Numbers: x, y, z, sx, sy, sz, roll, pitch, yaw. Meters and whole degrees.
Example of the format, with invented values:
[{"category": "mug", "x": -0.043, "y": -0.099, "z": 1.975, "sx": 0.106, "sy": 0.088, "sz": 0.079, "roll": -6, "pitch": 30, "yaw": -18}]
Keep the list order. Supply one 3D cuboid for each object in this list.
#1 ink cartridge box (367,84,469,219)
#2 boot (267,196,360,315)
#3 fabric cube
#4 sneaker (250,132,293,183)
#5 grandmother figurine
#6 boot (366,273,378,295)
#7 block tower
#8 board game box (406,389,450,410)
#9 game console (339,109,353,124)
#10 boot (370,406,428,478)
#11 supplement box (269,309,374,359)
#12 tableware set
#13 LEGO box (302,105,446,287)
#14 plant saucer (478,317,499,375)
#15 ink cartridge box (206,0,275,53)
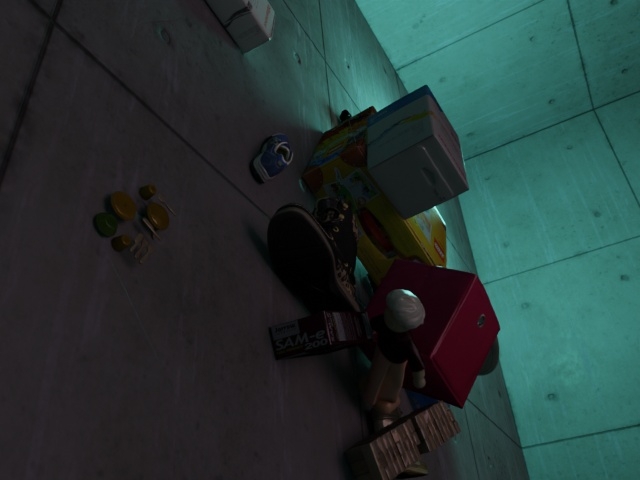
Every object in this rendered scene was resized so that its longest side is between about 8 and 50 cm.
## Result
[{"category": "ink cartridge box", "x": 0.256, "y": -0.238, "z": 1.575, "sx": 0.198, "sy": 0.197, "sz": 0.270, "roll": 49, "pitch": 28, "yaw": -30}, {"category": "boot", "x": 0.000, "y": 0.000, "z": 1.386, "sx": 0.377, "sy": 0.138, "sz": 0.284, "roll": 58, "pitch": 25, "yaw": -36}, {"category": "fabric cube", "x": 0.283, "y": 0.239, "z": 1.547, "sx": 0.258, "sy": 0.259, "sz": 0.254, "roll": -55, "pitch": 132, "yaw": -26}, {"category": "sneaker", "x": -0.099, "y": -0.206, "z": 1.413, "sx": 0.080, "sy": 0.081, "sz": 0.211, "roll": 57, "pitch": 24, "yaw": -25}, {"category": "grandmother figurine", "x": 0.165, "y": 0.252, "z": 1.334, "sx": 0.104, "sy": 0.207, "sz": 0.343, "roll": -26, "pitch": 138, "yaw": -35}, {"category": "boot", "x": 0.169, "y": 0.138, "z": 1.803, "sx": 0.087, "sy": 0.042, "sz": 0.118, "roll": 62, "pitch": 21, "yaw": -2}, {"category": "block tower", "x": 0.195, "y": 0.468, "z": 1.363, "sx": 0.335, "sy": 0.097, "sz": 0.091, "roll": -6, "pitch": 67, "yaw": -50}, {"category": "board game box", "x": 0.332, "y": 0.385, "z": 1.896, "sx": 0.309, "sy": 0.086, "sz": 0.302, "roll": 68, "pitch": 22, "yaw": -4}, {"category": "game console", "x": 0.169, "y": -0.344, "z": 2.211, "sx": 0.361, "sy": 0.043, "sz": 0.213, "roll": 41, "pitch": 35, "yaw": -49}, {"category": "boot", "x": 0.199, "y": 0.511, "z": 1.482, "sx": 0.213, "sy": 0.077, "sz": 0.165, "roll": 32, "pitch": 42, "yaw": -45}, {"category": "supplement box", "x": 0.010, "y": 0.200, "z": 1.246, "sx": 0.239, "sy": 0.130, "sz": 0.073, "roll": 16, "pitch": 57, "yaw": -63}, {"category": "tableware set", "x": -0.287, "y": -0.036, "z": 0.908, "sx": 0.104, "sy": 0.024, "sz": 0.154, "roll": 55, "pitch": 27, "yaw": -25}, {"category": "LEGO box", "x": 0.190, "y": -0.110, "z": 1.798, "sx": 0.500, "sy": 0.193, "sz": 0.373, "roll": 55, "pitch": 26, "yaw": -19}, {"category": "plant saucer", "x": 0.448, "y": 0.303, "z": 2.045, "sx": 0.400, "sy": 0.100, "sz": 0.401, "roll": 50, "pitch": -26, "yaw": 36}, {"category": "ink cartridge box", "x": -0.213, "y": -0.615, "z": 1.492, "sx": 0.218, "sy": 0.092, "sz": 0.159, "roll": 49, "pitch": 30, "yaw": -38}]
